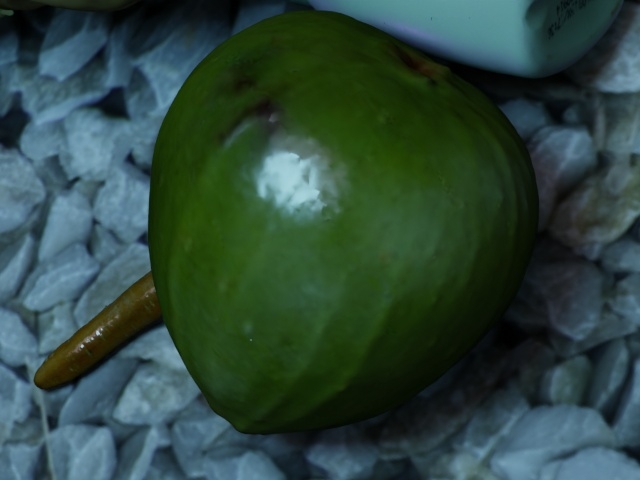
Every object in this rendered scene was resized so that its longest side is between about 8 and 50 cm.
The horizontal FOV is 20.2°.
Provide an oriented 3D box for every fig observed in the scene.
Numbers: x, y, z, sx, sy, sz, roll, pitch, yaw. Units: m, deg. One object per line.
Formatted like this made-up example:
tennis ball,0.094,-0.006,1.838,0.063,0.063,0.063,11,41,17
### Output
fig,0.000,0.000,1.337,0.316,0.316,0.316,-8,67,18

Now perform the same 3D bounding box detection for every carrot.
carrot,-0.142,0.049,1.501,0.248,0.043,0.043,-37,61,6

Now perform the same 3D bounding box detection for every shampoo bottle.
shampoo bottle,0.064,-0.245,1.460,0.349,0.151,0.222,19,42,34

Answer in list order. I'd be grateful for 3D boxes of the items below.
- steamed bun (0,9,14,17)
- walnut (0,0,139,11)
steamed bun,-0.346,-0.288,1.615,0.232,0.166,0.273,42,51,2
walnut,-0.196,-0.363,1.400,0.383,0.383,0.384,-8,67,18
